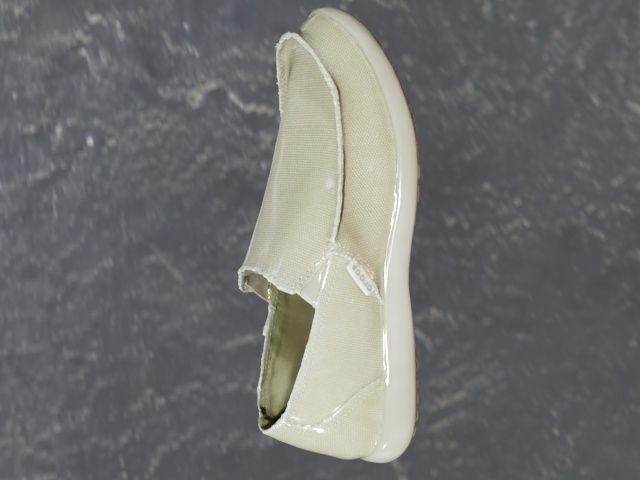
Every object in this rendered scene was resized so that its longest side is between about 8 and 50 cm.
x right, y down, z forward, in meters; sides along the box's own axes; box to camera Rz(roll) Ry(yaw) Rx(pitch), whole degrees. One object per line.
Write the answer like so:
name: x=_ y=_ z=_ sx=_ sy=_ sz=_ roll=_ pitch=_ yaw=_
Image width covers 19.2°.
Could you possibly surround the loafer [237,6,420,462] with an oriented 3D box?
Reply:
loafer: x=0.000 y=0.000 z=1.090 sx=0.092 sy=0.102 sz=0.268 roll=-6 pitch=92 yaw=-23
